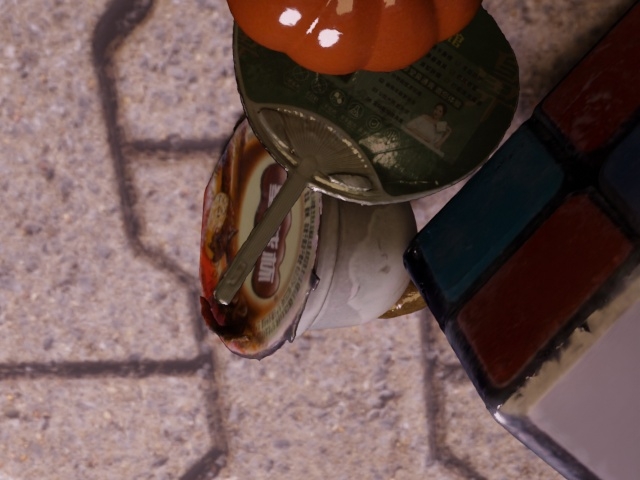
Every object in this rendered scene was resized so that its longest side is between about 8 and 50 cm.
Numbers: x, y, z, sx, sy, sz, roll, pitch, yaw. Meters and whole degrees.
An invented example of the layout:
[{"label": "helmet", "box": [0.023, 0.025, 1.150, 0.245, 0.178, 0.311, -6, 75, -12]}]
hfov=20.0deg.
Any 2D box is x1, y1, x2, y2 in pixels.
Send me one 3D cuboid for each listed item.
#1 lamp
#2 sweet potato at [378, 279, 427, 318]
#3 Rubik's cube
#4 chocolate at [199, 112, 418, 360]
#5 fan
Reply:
[{"label": "lamp", "box": [0.022, -0.226, 1.263, 0.223, 0.196, 0.223, 0, 92, -13]}, {"label": "sweet potato", "box": [0.103, 0.035, 1.552, 0.153, 0.038, 0.041, -14, 146, 6]}, {"label": "Rubik's cube", "box": [0.293, 0.043, 1.317, 0.316, 0.318, 0.313, 40, 100, -20]}, {"label": "chocolate", "box": [-0.002, 0.004, 1.472, 0.147, 0.221, 0.221, 11, 132, -35]}, {"label": "fan", "box": [0.001, -0.115, 1.354, 0.294, 0.012, 0.223, -28, 90, -13]}]
